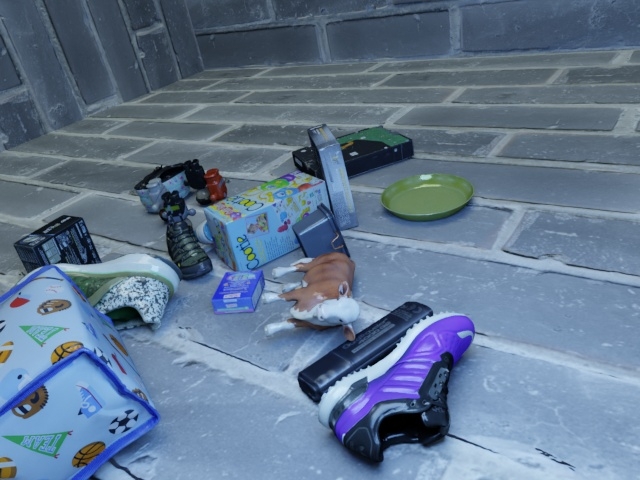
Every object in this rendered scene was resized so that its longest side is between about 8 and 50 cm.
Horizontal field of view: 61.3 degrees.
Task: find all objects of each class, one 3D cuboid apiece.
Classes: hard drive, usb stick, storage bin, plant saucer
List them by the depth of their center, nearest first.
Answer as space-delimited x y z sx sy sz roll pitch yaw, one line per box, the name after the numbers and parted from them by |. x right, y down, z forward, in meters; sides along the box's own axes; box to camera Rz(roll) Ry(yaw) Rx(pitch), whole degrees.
0.083 0.187 0.946 0.278 0.045 0.077 -28 24 -27 | usb stick
0.000 0.000 1.236 0.091 0.135 0.098 -29 32 -8 | storage bin
0.278 -0.109 1.411 0.241 0.037 0.241 -9 29 5 | plant saucer
0.102 -0.281 1.758 0.339 0.064 0.237 -21 30 -14 | hard drive

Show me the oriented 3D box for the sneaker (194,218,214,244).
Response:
-0.237 -0.055 1.457 0.228 0.087 0.092 -24 6 -40 | sneaker

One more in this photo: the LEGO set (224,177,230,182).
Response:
-0.345 -0.189 1.811 0.083 0.023 0.054 -6 29 -17 | LEGO set

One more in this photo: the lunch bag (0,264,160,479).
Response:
-0.509 0.264 0.853 0.385 0.239 0.328 -39 36 -13 | lunch bag

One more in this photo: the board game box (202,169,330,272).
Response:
-0.126 -0.052 1.349 0.275 0.144 0.142 -26 31 -25 | board game box

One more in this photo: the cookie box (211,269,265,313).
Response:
-0.178 0.111 1.183 0.091 0.040 0.107 -4 29 13 | cookie box

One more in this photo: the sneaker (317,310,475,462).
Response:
0.152 0.226 0.808 0.293 0.102 0.146 -31 38 -22 | sneaker

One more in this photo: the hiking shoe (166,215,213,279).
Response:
-0.340 0.015 1.340 0.086 0.114 0.227 -27 32 -24 | hiking shoe

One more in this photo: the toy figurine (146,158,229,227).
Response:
-0.382 -0.122 1.585 0.209 0.148 0.213 -35 38 -26 | toy figurine

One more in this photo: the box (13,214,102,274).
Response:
-0.625 0.051 1.314 0.077 0.180 0.147 7 35 28 | box

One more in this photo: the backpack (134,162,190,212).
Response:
-0.502 -0.172 1.738 0.152 0.115 0.182 -7 28 33 | backpack

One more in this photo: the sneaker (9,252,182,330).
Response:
-0.506 0.150 1.156 0.410 0.158 0.182 -13 46 7 | sneaker

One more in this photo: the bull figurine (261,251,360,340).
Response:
-0.009 0.106 1.046 0.188 0.101 0.310 -8 15 10 | bull figurine

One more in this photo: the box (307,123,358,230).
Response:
0.031 -0.167 1.405 0.056 0.231 0.183 -17 28 -3 | box
